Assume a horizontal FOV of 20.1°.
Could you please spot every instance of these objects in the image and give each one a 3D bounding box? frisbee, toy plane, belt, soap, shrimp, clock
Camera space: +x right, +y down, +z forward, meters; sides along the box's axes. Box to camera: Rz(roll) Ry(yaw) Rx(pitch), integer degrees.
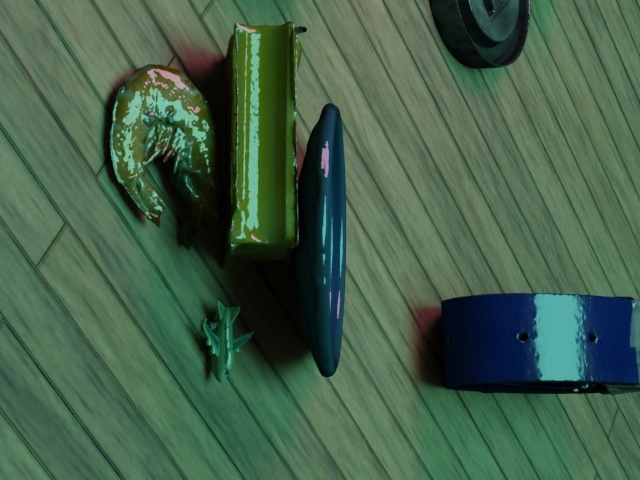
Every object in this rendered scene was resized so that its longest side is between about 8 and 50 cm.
[{"bbox_3d":[-0.005,-0.001,1.889,0.289,0.049,0.289,1,90,-86],"label":"frisbee"},{"bbox_3d":[-0.099,0.101,1.814,0.080,0.033,0.083,20,76,-55],"label":"toy plane"},{"bbox_3d":[0.286,0.129,2.234,0.347,0.212,0.117,10,75,-51],"label":"belt"},{"bbox_3d":[-0.059,-0.093,1.812,0.135,0.076,0.233,121,-29,-78],"label":"soap"},{"bbox_3d":[-0.152,-0.077,1.759,0.132,0.052,0.187,-28,105,-33],"label":"shrimp"},{"bbox_3d":[0.206,-0.328,2.338,0.215,0.042,0.214,14,73,-55],"label":"clock"}]
